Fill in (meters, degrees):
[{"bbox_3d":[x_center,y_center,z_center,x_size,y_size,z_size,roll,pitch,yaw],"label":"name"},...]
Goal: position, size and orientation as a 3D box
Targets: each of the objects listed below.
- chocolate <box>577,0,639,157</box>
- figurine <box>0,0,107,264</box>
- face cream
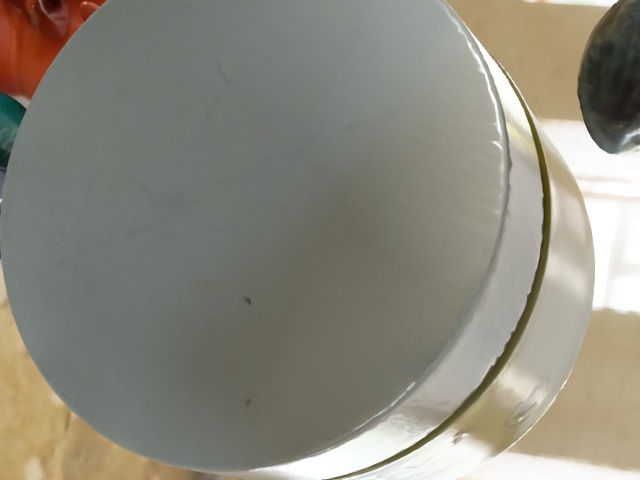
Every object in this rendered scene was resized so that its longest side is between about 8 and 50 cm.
[{"bbox_3d":[0.222,-0.044,0.508,0.110,0.248,0.110,20,-90,-80],"label":"chocolate"},{"bbox_3d":[-0.176,-0.075,0.862,0.257,0.181,0.208,-38,-81,-40],"label":"figurine"},{"bbox_3d":[0.000,0.000,0.599,0.179,0.218,0.218,31,-113,-65],"label":"face cream"}]
